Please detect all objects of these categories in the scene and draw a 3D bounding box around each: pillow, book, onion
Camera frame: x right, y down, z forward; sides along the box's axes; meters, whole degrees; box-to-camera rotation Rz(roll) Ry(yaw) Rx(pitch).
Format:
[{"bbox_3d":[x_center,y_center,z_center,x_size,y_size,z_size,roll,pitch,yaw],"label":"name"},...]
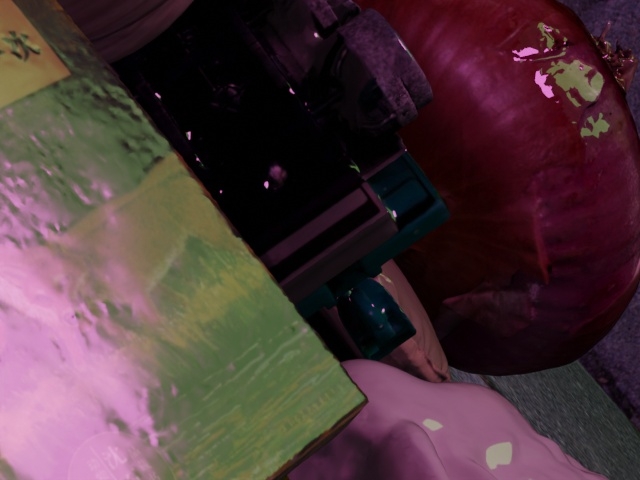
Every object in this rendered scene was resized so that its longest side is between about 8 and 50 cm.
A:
[{"bbox_3d":[0.000,0.000,1.381,0.270,0.067,0.173,55,3,30],"label":"pillow"},{"bbox_3d":[-0.101,0.004,0.663,0.228,0.024,0.160,53,43,4],"label":"book"},{"bbox_3d":[0.130,-0.075,1.510,0.347,0.285,0.347,40,-32,32],"label":"onion"}]

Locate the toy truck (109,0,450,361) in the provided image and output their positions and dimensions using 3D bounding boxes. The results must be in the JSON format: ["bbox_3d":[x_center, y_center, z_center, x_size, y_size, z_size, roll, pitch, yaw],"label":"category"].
[{"bbox_3d":[-0.071,-0.097,1.042,0.363,0.176,0.178,55,-1,20],"label":"toy truck"}]

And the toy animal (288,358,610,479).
[{"bbox_3d":[0.111,0.190,0.840,0.357,0.194,0.258,37,30,10],"label":"toy animal"}]

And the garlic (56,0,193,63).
[{"bbox_3d":[-0.152,-0.233,0.867,0.317,0.259,0.317,37,29,-25],"label":"garlic"}]

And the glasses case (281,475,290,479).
[{"bbox_3d":[-0.088,0.036,0.725,0.234,0.064,0.079,51,2,2],"label":"glasses case"}]
